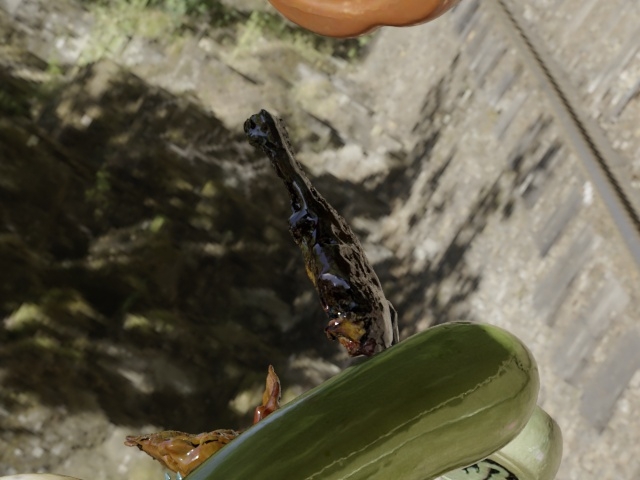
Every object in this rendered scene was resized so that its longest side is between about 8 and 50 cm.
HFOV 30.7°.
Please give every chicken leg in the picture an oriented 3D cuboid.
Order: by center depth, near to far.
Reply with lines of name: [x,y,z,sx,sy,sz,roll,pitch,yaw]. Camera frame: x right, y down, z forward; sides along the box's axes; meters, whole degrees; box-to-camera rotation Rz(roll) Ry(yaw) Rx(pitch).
chicken leg: [0.000,0.000,0.957,0.051,0.253,0.106,-30,-30,6]

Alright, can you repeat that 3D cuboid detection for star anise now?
star anise: [-0.035,0.194,1.058,0.346,0.237,0.148,-50,14,13]

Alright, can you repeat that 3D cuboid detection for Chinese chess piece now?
Chinese chess piece: [0.242,0.300,1.771,0.101,0.250,0.250,-62,9,-26]

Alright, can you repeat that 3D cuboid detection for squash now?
squash: [0.021,0.112,0.629,0.250,0.083,0.083,-24,-11,-30]

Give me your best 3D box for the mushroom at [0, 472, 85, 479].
mushroom: [-0.216,0.277,0.672,0.325,0.353,0.353,-44,16,55]

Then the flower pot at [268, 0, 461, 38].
flower pot: [0.033,-0.185,0.498,0.173,0.190,0.190,-60,8,-30]

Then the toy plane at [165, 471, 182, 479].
toy plane: [-0.155,0.297,0.961,0.060,0.096,0.235,39,131,53]
